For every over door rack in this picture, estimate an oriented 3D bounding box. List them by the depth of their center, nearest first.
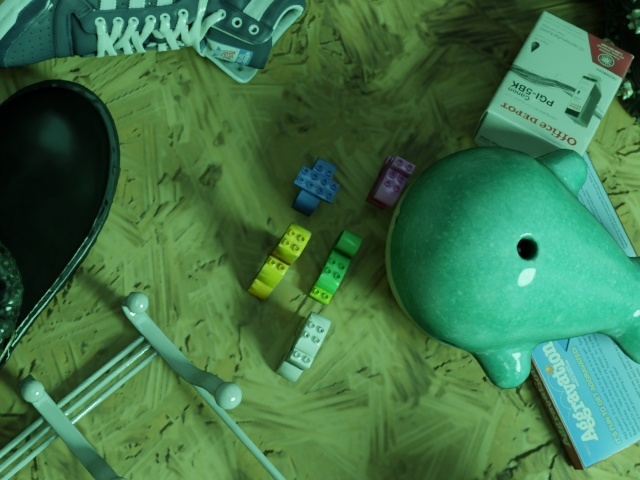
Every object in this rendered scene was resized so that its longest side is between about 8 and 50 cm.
[{"bbox_3d":[-0.131,0.231,0.855,0.239,0.108,0.324,-40,89,-16],"label":"over door rack"}]

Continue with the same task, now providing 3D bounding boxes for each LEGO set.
[{"bbox_3d":[0.000,0.000,0.937,0.087,0.093,0.227,28,74,-5],"label":"LEGO set"}]

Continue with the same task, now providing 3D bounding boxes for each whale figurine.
[{"bbox_3d":[0.193,0.024,0.915,0.272,0.141,0.216,20,84,-10],"label":"whale figurine"}]

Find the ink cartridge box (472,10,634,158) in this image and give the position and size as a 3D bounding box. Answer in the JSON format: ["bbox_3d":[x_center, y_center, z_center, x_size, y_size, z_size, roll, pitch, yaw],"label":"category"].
[{"bbox_3d":[0.217,-0.133,1.011,0.099,0.056,0.135,28,65,7],"label":"ink cartridge box"}]

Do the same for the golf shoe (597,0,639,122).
[{"bbox_3d":[0.323,-0.230,1.051,0.120,0.105,0.273,-22,84,-21],"label":"golf shoe"}]

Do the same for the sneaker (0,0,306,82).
[{"bbox_3d":[-0.144,-0.188,0.945,0.282,0.099,0.153,-33,85,-19],"label":"sneaker"}]

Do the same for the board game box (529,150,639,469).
[{"bbox_3d":[0.239,0.054,1.011,0.145,0.027,0.281,-22,84,-17],"label":"board game box"}]

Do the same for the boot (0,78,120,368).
[{"bbox_3d":[-0.252,0.005,0.796,0.131,0.260,0.348,26,75,-6],"label":"boot"}]
